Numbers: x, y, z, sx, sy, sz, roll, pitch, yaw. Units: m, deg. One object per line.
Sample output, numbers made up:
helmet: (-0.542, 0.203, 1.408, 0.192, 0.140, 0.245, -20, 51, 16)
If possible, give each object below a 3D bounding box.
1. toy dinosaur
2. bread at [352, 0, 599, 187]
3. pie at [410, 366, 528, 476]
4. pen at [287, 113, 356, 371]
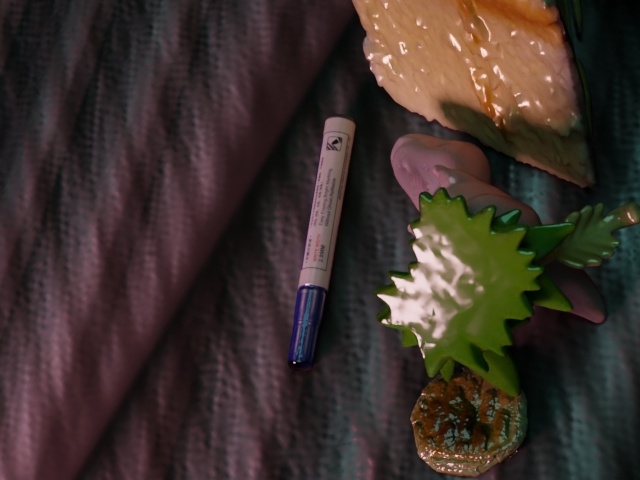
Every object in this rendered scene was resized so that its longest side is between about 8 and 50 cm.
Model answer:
toy dinosaur: (0.112, 0.011, 1.187, 0.194, 0.177, 0.152, 21, 117, 15)
bread: (0.142, -0.318, 1.218, 0.242, 0.345, 0.405, 17, 65, 33)
pie: (0.103, 0.124, 1.176, 0.084, 0.020, 0.084, -8, 63, 17)
pen: (0.000, 0.000, 1.273, 0.025, 0.025, 0.204, 1, 66, 20)
